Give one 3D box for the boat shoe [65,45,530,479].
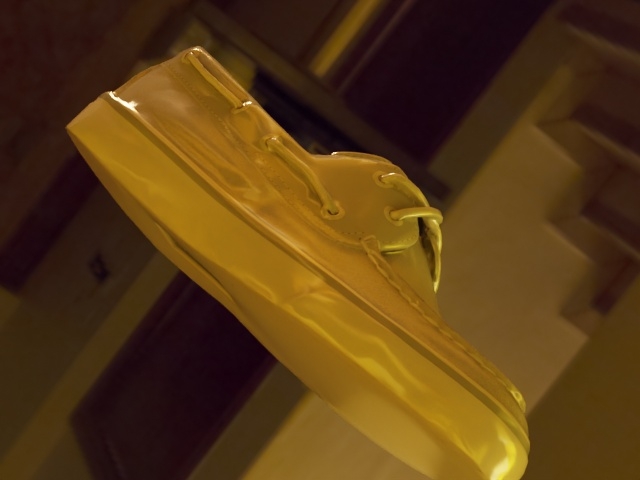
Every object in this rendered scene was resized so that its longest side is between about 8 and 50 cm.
[{"bbox_3d":[0.000,0.000,0.386,0.184,0.063,0.066,37,164,41],"label":"boat shoe"}]
